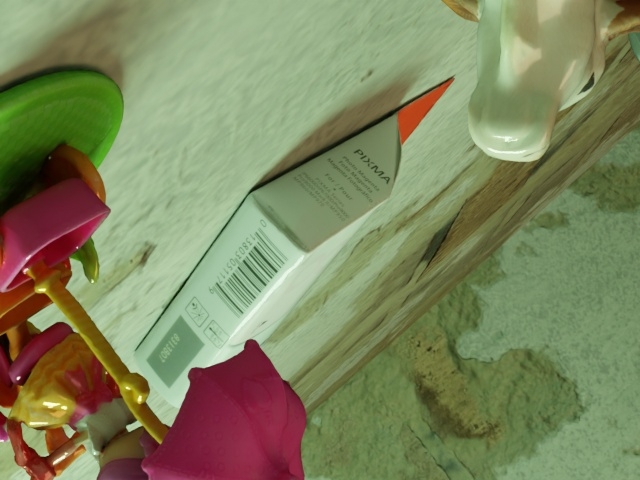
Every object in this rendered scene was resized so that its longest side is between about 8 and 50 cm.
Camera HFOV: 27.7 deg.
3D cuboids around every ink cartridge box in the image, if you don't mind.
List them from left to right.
[{"bbox_3d":[0.000,0.000,0.871,0.232,0.066,0.189,-27,162,-45],"label":"ink cartridge box"}]

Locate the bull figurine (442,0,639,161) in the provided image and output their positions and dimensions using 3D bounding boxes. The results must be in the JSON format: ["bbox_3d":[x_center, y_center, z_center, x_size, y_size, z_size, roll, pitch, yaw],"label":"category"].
[{"bbox_3d":[0.114,-0.166,0.398,0.310,0.101,0.188,-56,166,15],"label":"bull figurine"}]

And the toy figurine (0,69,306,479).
[{"bbox_3d":[-0.079,0.055,0.455,0.130,0.159,0.173,-34,168,-42],"label":"toy figurine"}]

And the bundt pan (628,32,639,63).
[{"bbox_3d":[0.401,-0.255,1.151,0.331,0.124,0.331,-41,170,-9],"label":"bundt pan"}]
